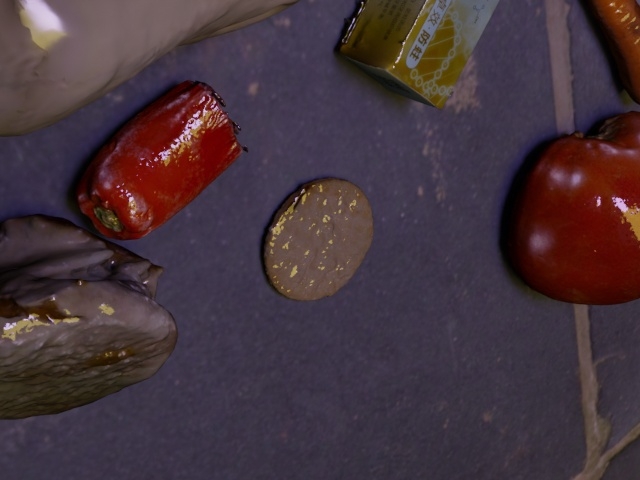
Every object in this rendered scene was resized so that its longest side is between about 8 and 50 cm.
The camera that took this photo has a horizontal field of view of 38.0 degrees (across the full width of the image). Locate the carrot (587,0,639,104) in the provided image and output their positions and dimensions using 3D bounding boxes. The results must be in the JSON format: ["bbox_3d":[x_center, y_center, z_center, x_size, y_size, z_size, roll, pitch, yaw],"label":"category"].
[{"bbox_3d":[0.293,-0.224,0.924,0.057,0.057,0.224,-52,127,-6],"label":"carrot"}]

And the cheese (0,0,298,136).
[{"bbox_3d":[-0.127,-0.262,0.514,0.351,0.129,0.328,-42,111,-48],"label":"cheese"}]

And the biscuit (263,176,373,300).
[{"bbox_3d":[0.000,0.000,0.819,0.120,0.015,0.120,-17,120,-32],"label":"biscuit"}]

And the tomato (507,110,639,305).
[{"bbox_3d":[0.317,-0.019,0.974,0.233,0.139,0.200,-27,131,-26],"label":"tomato"}]

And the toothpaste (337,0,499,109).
[{"bbox_3d":[0.128,-0.268,0.761,0.089,0.071,0.313,25,93,-46],"label":"toothpaste"}]

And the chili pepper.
[{"bbox_3d":[-0.118,-0.055,0.668,0.123,0.070,0.073,-44,174,-18],"label":"chili pepper"}]

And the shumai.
[{"bbox_3d":[-0.191,0.043,0.625,0.201,0.120,0.201,-13,159,-5],"label":"shumai"}]
